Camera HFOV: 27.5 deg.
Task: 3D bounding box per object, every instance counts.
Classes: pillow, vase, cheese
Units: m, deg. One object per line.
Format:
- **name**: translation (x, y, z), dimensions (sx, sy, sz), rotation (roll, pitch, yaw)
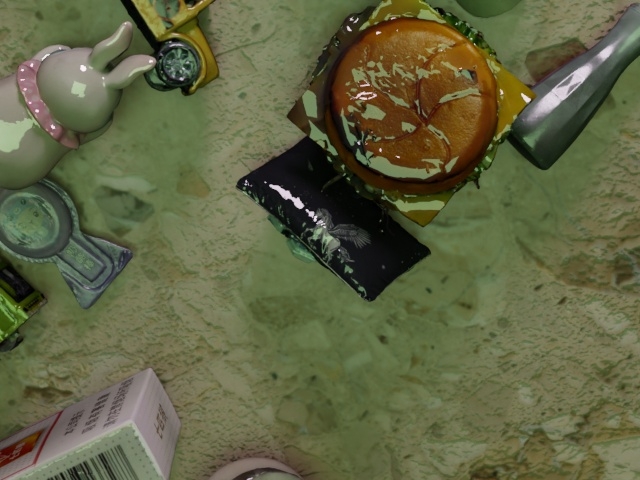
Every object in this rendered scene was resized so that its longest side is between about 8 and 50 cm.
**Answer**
- **pillow**: translation (0.017, -0.026, 1.509), dimensions (0.208, 0.141, 0.055), rotation (45, 140, 10)
- **vase**: translation (0.308, -0.184, 1.525), dimensions (0.214, 0.086, 0.086), rotation (-45, 99, 2)
- **cheese**: translation (-0.323, -0.009, 1.561), dimensions (0.191, 0.042, 0.105), rotation (38, 99, -10)

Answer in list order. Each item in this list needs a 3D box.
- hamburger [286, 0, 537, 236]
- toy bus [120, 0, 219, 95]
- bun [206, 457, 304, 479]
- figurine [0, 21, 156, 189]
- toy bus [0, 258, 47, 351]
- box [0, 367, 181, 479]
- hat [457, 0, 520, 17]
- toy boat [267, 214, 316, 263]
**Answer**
- **hamburger**: translation (0.097, -0.146, 1.485), dimensions (0.243, 0.138, 0.261), rotation (43, 85, 0)
- **toy bus**: translation (-0.211, -0.323, 1.467), dimensions (0.123, 0.121, 0.335), rotation (-34, 100, -8)
- **bun**: translation (-0.086, 0.350, 1.597), dimensions (0.173, 0.120, 0.173), rotation (0, 89, -26)
- **figurine**: translation (-0.283, -0.161, 1.470), dimensions (0.235, 0.155, 0.127), rotation (-31, 87, 9)
- **toy bus**: translation (-0.477, 0.137, 1.555), dimensions (0.302, 0.113, 0.139), rotation (-41, 95, 7)
- **box**: translation (-0.334, 0.284, 1.532), dimensions (0.330, 0.210, 0.095), rotation (-27, 100, 4)
- **hat**: translation (0.168, -0.330, 1.498), dimensions (0.122, 0.081, 0.166), rotation (-29, 110, 7)
- **toy boat**: translation (0.000, 0.000, 1.567), dimensions (0.140, 0.059, 0.066), rotation (25, 126, -9)
